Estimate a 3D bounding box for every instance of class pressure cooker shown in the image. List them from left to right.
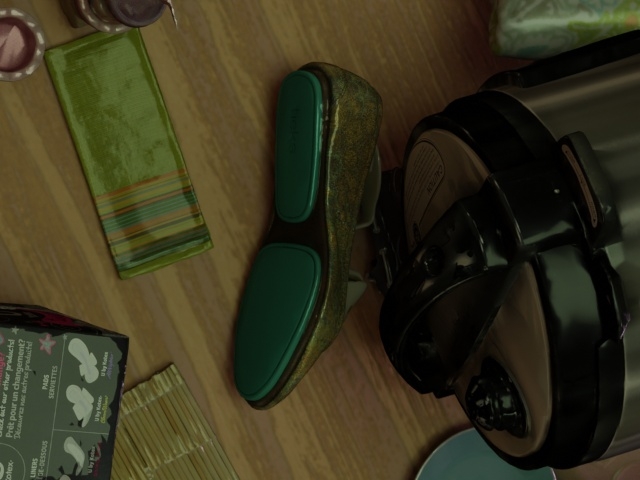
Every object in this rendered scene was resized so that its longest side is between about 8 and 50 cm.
[{"bbox_3d":[0.257,0.016,1.616,0.420,0.375,0.370,-16,115,-15],"label":"pressure cooker"}]

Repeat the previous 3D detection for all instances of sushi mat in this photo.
[{"bbox_3d":[-0.134,0.290,1.729,0.151,0.019,0.317,-32,105,-18],"label":"sushi mat"}]

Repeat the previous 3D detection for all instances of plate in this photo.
[{"bbox_3d":[0.171,0.290,1.864,0.188,0.024,0.188,-2,94,-25],"label":"plate"}]

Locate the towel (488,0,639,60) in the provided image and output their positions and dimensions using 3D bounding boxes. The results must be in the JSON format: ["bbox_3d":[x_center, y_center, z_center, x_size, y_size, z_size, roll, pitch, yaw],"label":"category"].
[{"bbox_3d":[0.333,-0.357,1.787,0.320,0.090,0.375,2,78,-4],"label":"towel"}]

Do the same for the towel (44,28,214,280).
[{"bbox_3d":[-0.184,-0.086,1.681,0.102,0.021,0.237,-22,102,-22],"label":"towel"}]

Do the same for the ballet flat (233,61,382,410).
[{"bbox_3d":[0.000,0.000,1.726,0.123,0.123,0.349,9,90,-24],"label":"ballet flat"}]

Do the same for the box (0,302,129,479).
[{"bbox_3d":[-0.280,0.139,1.528,0.142,0.247,0.163,7,90,-26],"label":"box"}]

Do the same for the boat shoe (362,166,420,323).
[{"bbox_3d":[0.081,0.025,1.798,0.065,0.075,0.206,-2,103,19],"label":"boat shoe"}]

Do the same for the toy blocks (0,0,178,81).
[{"bbox_3d":[-0.201,-0.321,1.527,0.309,0.260,0.289,-25,103,-21],"label":"toy blocks"}]

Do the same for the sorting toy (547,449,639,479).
[{"bbox_3d":[0.352,0.221,1.937,0.208,0.038,0.193,-38,108,-12],"label":"sorting toy"}]
